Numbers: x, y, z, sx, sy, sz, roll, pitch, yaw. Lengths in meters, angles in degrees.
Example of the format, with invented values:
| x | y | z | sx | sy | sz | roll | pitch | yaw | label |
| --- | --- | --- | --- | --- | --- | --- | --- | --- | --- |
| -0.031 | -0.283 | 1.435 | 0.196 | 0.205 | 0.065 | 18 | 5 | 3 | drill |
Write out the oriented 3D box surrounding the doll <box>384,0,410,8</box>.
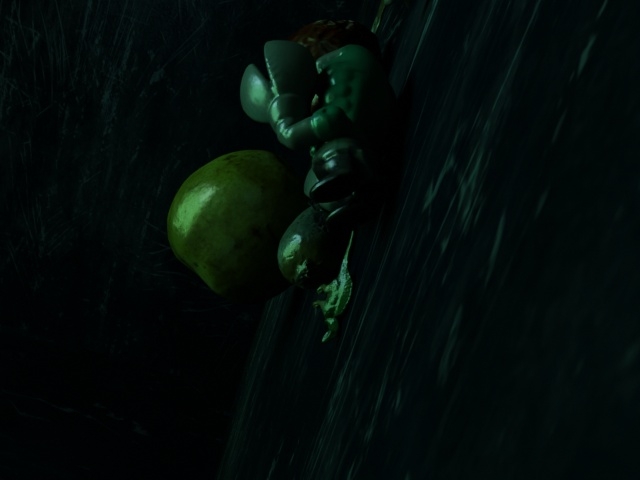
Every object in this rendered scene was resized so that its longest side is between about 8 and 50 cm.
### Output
| x | y | z | sx | sy | sz | roll | pitch | yaw | label |
| --- | --- | --- | --- | --- | --- | --- | --- | --- | --- |
| 0.103 | -0.373 | 0.841 | 0.149 | 0.095 | 0.192 | 96 | -175 | -60 | doll |

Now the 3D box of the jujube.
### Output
| x | y | z | sx | sy | sz | roll | pitch | yaw | label |
| --- | --- | --- | --- | --- | --- | --- | --- | --- | --- |
| 0.021 | -0.257 | 1.127 | 0.236 | 0.168 | 0.168 | -51 | -15 | -51 | jujube |

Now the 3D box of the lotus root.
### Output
| x | y | z | sx | sy | sz | roll | pitch | yaw | label |
| --- | --- | --- | --- | --- | --- | --- | --- | --- | --- |
| -0.001 | -0.002 | 0.880 | 0.165 | 0.088 | 0.088 | -62 | -6 | -54 | lotus root |

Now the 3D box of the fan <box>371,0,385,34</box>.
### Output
| x | y | z | sx | sy | sz | roll | pitch | yaw | label |
| --- | --- | --- | --- | --- | --- | --- | --- | --- | --- |
| 0.116 | -0.460 | 1.601 | 0.152 | 0.008 | 0.226 | -82 | 11 | -61 | fan |

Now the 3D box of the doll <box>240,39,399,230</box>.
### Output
| x | y | z | sx | sy | sz | roll | pitch | yaw | label |
| --- | --- | --- | --- | --- | --- | --- | --- | --- | --- |
| 0.001 | -0.121 | 0.756 | 0.258 | 0.153 | 0.195 | -48 | -59 | -72 | doll |

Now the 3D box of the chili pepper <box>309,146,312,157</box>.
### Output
| x | y | z | sx | sy | sz | roll | pitch | yaw | label |
| --- | --- | --- | --- | --- | --- | --- | --- | --- | --- |
| 0.025 | -0.183 | 1.345 | 0.224 | 0.061 | 0.098 | 137 | 137 | -75 | chili pepper |

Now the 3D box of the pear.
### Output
| x | y | z | sx | sy | sz | roll | pitch | yaw | label |
| --- | --- | --- | --- | --- | --- | --- | --- | --- | --- |
| -0.146 | -0.033 | 1.444 | 0.304 | 0.304 | 0.304 | -163 | 90 | -86 | pear |

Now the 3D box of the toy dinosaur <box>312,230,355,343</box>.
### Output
| x | y | z | sx | sy | sz | roll | pitch | yaw | label |
| --- | --- | --- | --- | --- | --- | --- | --- | --- | --- |
| 0.023 | 0.049 | 0.759 | 0.119 | 0.029 | 0.060 | -68 | 20 | -4 | toy dinosaur |
